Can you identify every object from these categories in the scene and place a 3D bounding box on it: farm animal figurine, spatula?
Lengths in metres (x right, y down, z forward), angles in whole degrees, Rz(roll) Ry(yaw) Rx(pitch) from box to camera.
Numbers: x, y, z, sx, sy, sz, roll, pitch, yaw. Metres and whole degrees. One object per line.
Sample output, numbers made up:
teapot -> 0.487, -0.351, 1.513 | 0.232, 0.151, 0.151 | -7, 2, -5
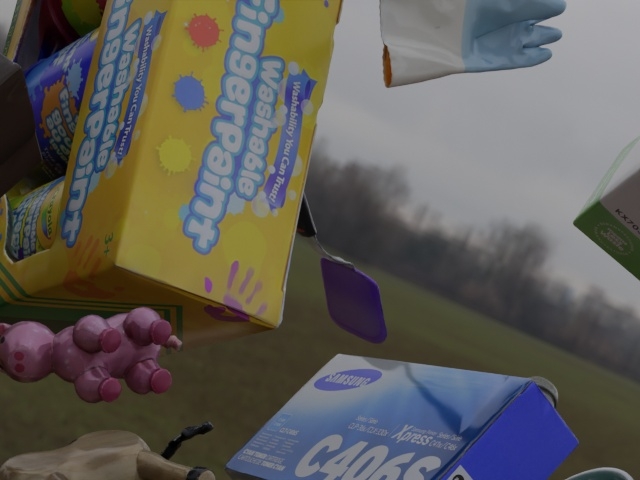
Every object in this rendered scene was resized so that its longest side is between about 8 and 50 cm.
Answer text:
farm animal figurine -> -0.254, 0.117, 1.085 | 0.172, 0.327, 0.330 | 13, -39, 47
spatula -> 0.000, 0.000, 1.727 | 0.084, 0.030, 0.296 | 26, -23, 37

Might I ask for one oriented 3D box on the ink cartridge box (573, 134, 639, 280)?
ink cartridge box -> 0.414, -0.048, 1.723 | 0.207, 0.119, 0.353 | 40, -25, -1

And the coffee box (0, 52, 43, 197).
coffee box -> -0.366, -0.115, 1.295 | 0.297, 0.168, 0.119 | 34, -26, 20

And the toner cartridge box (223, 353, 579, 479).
toner cartridge box -> 0.059, 0.188, 1.571 | 0.075, 0.165, 0.348 | 54, -22, -16

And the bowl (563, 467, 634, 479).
bowl -> 0.293, 0.431, 2.090 | 0.163, 0.311, 0.311 | 48, -5, -11

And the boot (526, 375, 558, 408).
boot -> 0.194, 0.260, 2.039 | 0.076, 0.190, 0.208 | 32, 32, -8

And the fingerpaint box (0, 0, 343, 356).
fingerpaint box -> -0.154, -0.131, 1.579 | 0.163, 0.445, 0.371 | 22, -21, -29

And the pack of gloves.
pack of gloves -> 0.137, -0.230, 1.444 | 0.046, 0.195, 0.232 | 7, 14, 43
